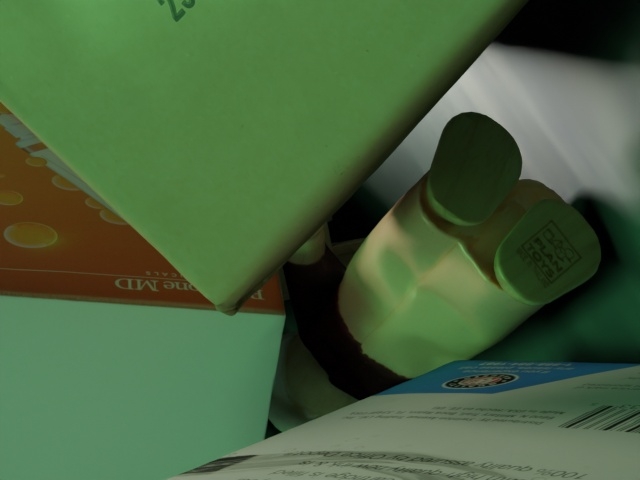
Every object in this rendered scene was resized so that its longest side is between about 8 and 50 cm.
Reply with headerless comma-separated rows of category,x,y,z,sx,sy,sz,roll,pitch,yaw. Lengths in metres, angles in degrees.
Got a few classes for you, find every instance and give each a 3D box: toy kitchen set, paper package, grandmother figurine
toy kitchen set,0.000,0.000,1.212,0.083,0.075,0.068,-10,98,19
paper package,-0.044,-0.184,0.867,0.309,0.168,0.325,43,126,-1
grandmother figurine,0.051,0.055,1.092,0.208,0.104,0.342,56,147,6

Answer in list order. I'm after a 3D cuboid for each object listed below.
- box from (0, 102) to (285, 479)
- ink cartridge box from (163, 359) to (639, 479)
box,-0.155,0.023,1.168,0.345,0.215,0.168,-105,22,-59
ink cartridge box,0.064,0.181,0.778,0.285,0.395,0.166,-2,99,43
